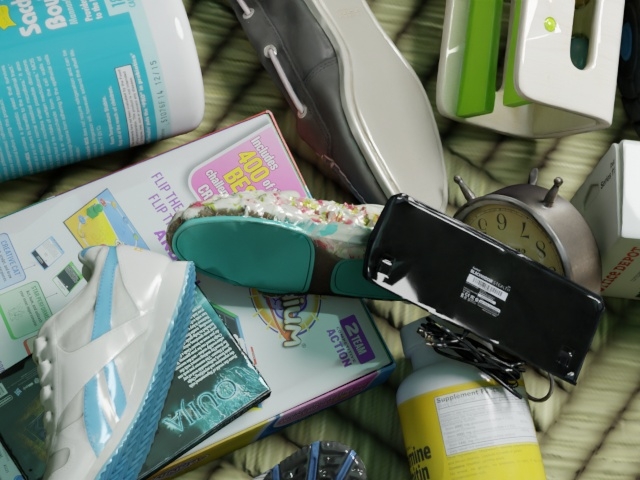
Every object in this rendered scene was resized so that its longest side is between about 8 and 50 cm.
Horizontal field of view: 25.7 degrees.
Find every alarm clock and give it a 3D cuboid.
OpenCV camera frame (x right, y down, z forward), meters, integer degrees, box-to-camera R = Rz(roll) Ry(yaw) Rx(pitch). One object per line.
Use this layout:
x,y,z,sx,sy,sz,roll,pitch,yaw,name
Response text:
0.166,0.039,1.136,0.064,0.129,0.192,-17,105,-42,alarm clock

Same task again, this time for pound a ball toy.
0.183,-0.252,1.230,0.136,0.208,0.319,12,81,-28,pound a ball toy

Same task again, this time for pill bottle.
-0.236,-0.126,1.125,0.264,0.146,0.146,-16,74,-12,pill bottle
0.116,0.151,1.095,0.103,0.103,0.184,-8,72,-10,pill bottle

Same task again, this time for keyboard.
0.114,0.048,1.056,0.192,0.038,0.100,28,78,-11,keyboard

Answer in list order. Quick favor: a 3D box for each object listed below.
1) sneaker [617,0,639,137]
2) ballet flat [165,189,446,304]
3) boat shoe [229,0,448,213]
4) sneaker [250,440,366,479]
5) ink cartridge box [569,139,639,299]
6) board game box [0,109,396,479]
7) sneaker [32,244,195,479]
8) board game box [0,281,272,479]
0.335,-0.228,1.242,0.140,0.125,0.341,2,72,-8,sneaker
0.000,0.000,1.086,0.241,0.091,0.077,10,38,-11,ballet flat
0.005,-0.146,1.203,0.112,0.095,0.335,-11,73,-48,boat shoe
-0.054,0.226,1.066,0.211,0.081,0.080,-28,77,3,sneaker
0.321,-0.006,1.148,0.208,0.153,0.087,7,70,-3,ink cartridge box
-0.134,0.064,1.115,0.316,0.064,0.242,-22,75,-14,board game box
-0.162,0.109,0.993,0.092,0.087,0.228,15,63,6,sneaker
-0.147,0.115,1.047,0.186,0.026,0.126,-32,78,-16,board game box
